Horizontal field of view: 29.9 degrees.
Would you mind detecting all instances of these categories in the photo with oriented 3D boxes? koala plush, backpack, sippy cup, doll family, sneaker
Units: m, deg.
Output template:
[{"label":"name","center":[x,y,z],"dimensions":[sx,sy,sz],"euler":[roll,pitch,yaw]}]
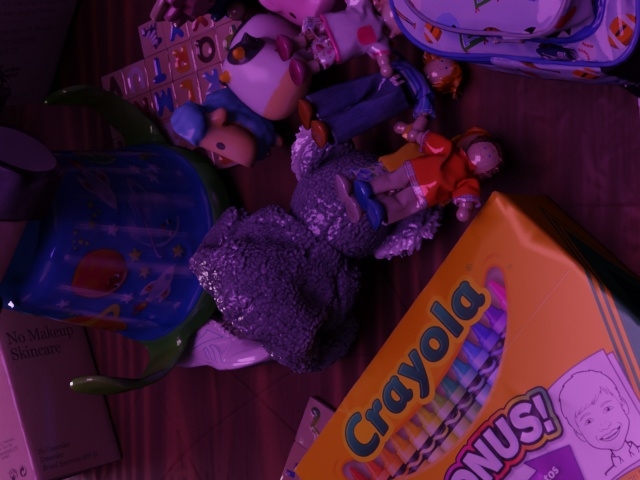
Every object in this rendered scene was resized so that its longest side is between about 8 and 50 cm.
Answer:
[{"label":"koala plush","center":[0.000,0.000,1.187],"dimensions":[0.196,0.203,0.221],"euler":[44,93,3]},{"label":"backpack","center":[0.172,-0.252,0.998],"dimensions":[0.263,0.213,0.277],"euler":[10,92,49]},{"label":"sippy cup","center":[-0.251,-0.003,1.315],"dimensions":[0.305,0.224,0.240],"euler":[50,117,32]},{"label":"doll family","center":[0.074,-0.114,1.123],"dimensions":[0.118,0.163,0.263],"euler":[100,145,-67]},{"label":"sneaker","center":[-0.110,0.115,1.353],"dimensions":[0.152,0.053,0.061],"euler":[-1,90,38]}]

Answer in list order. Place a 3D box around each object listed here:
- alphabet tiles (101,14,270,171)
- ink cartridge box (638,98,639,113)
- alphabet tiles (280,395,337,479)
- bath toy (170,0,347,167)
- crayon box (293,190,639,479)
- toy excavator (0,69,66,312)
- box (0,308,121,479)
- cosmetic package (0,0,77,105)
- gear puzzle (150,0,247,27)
[{"label":"alphabet tiles","center":[-0.167,-0.167,1.401],"dimensions":[0.237,0.009,0.198],"euler":[-15,85,37]},{"label":"ink cartridge box","center":[0.300,-0.141,1.029],"dimensions":[0.048,0.028,0.083],"euler":[-2,92,39]},{"label":"alphabet tiles","center":[0.060,0.334,1.267],"dimensions":[0.285,0.011,0.343],"euler":[30,111,31]},{"label":"bath toy","center":[-0.025,-0.243,1.187],"dimensions":[0.348,0.129,0.151],"euler":[-59,34,23]},{"label":"crayon box","center":[0.186,0.191,1.090],"dimensions":[0.313,0.106,0.363],"euler":[45,115,25]},{"label":"toy excavator","center":[-0.530,-0.105,1.126],"dimensions":[0.433,0.445,0.222],"euler":[48,117,36]},{"label":"box","center":[-0.379,0.153,1.507],"dimensions":[0.121,0.148,0.311],"euler":[-24,80,35]},{"label":"cosmetic package","center":[-0.521,-0.376,1.409],"dimensions":[0.393,0.329,0.327],"euler":[33,116,19]},{"label":"gear puzzle","center":[-0.041,-0.353,1.188],"dimensions":[0.044,0.175,0.339],"euler":[40,118,12]}]
